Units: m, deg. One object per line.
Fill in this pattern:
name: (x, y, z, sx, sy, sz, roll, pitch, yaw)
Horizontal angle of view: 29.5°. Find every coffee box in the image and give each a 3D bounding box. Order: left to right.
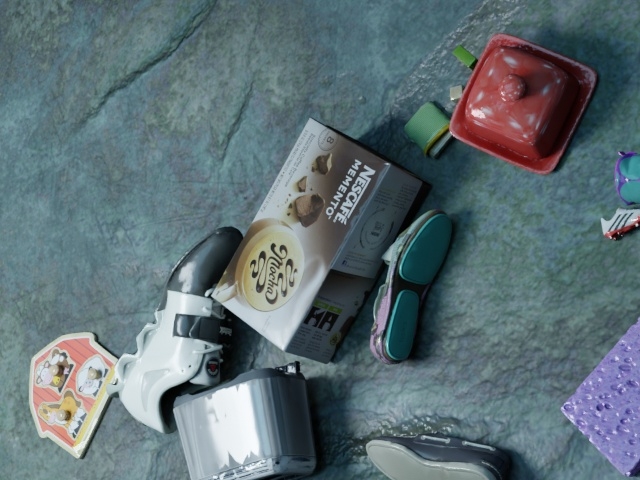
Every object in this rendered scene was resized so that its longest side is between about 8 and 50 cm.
coffee box: (0.000, 0.000, 1.718, 0.168, 0.119, 0.297, 34, 97, 37)

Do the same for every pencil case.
pencil case: (0.436, -0.080, 1.477, 0.151, 0.064, 0.070, -4, 90, 33)

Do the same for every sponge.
sponge: (0.396, 0.166, 1.454, 0.210, 0.031, 0.117, -52, 55, 12)

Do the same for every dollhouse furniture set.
dollhouse furniture set: (0.171, -0.192, 1.694, 0.152, 0.058, 0.076, -50, 55, 12)

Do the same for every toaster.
toaster: (-0.096, 0.269, 1.703, 0.227, 0.129, 0.146, -22, 69, 29)

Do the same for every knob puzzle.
knob puzzle: (-0.421, 0.236, 1.995, 0.213, 0.030, 0.213, -10, 71, 32)

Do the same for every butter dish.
butter dish: (0.256, -0.187, 1.583, 0.160, 0.118, 0.160, 26, 93, 18)

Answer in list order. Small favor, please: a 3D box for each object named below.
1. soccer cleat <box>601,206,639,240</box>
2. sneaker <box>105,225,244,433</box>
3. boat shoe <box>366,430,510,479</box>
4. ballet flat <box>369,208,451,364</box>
soccer cleat: (0.389, -0.030, 1.518, 0.083, 0.029, 0.036, -29, 66, 30)
sneaker: (-0.179, 0.140, 1.812, 0.146, 0.122, 0.331, 38, 106, 30)
boat shoe: (0.153, 0.285, 1.582, 0.206, 0.075, 0.065, 6, 37, 41)
ballet flat: (0.111, 0.059, 1.662, 0.079, 0.077, 0.222, 12, 83, 56)
